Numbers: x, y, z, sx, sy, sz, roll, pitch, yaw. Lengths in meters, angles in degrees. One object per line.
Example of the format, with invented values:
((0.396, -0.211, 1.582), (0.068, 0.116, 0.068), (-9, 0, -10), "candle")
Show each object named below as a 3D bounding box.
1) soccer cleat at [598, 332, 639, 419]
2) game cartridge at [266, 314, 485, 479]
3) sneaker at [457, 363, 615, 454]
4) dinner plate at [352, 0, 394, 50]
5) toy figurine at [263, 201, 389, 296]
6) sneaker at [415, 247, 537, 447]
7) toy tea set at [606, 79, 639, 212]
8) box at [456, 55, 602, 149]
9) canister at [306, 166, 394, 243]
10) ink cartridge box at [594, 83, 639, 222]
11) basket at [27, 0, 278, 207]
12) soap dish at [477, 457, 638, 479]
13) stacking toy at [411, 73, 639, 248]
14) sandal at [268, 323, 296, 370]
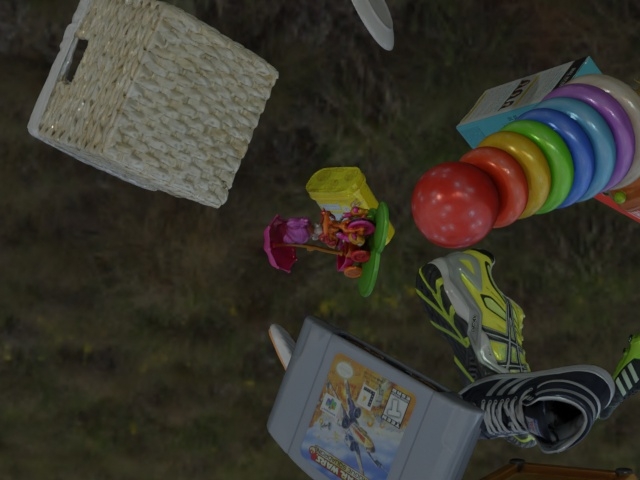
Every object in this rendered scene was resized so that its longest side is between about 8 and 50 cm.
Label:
((0.543, 0.247, 1.915), (0.072, 0.179, 0.060), (27, -160, 13), "soccer cleat")
((0.061, 0.248, 1.453), (0.297, 0.198, 0.062), (26, -173, 35), "game cartridge")
((0.298, 0.267, 1.666), (0.282, 0.099, 0.153), (-19, -173, 29), "sneaker")
((0.069, -0.325, 1.488), (0.017, 0.141, 0.141), (-26, 147, 20), "dinner plate")
((0.000, 0.000, 1.545), (0.159, 0.130, 0.173), (5, 151, -10), "toy figurine")
((0.318, 0.191, 1.953), (0.147, 0.384, 0.145), (-28, -171, -20), "sneaker")
((0.561, -0.133, 1.799), (0.124, 0.200, 0.336), (-13, 164, 42), "toy tea set")
((0.330, -0.211, 1.724), (0.060, 0.100, 0.244), (48, 154, -18), "box")
((0.063, -0.063, 2.206), (0.126, 0.073, 0.170), (2, 138, 40), "canister")
((0.653, -0.159, 2.237), (0.275, 0.060, 0.239), (25, 116, -21), "ink cartridge box")
((-0.314, -0.272, 2.078), (0.266, 0.328, 0.331), (19, 175, 45), "basket")
((0.302, 0.383, 1.478), (0.229, 0.118, 0.291), (-1, -179, 32), "soap dish")
((0.219, -0.076, 1.190), (0.330, 0.141, 0.141), (-25, 177, -37), "stacking toy")
((-0.033, 0.258, 1.685), (0.076, 0.265, 0.102), (-29, 171, 8), "sandal")
